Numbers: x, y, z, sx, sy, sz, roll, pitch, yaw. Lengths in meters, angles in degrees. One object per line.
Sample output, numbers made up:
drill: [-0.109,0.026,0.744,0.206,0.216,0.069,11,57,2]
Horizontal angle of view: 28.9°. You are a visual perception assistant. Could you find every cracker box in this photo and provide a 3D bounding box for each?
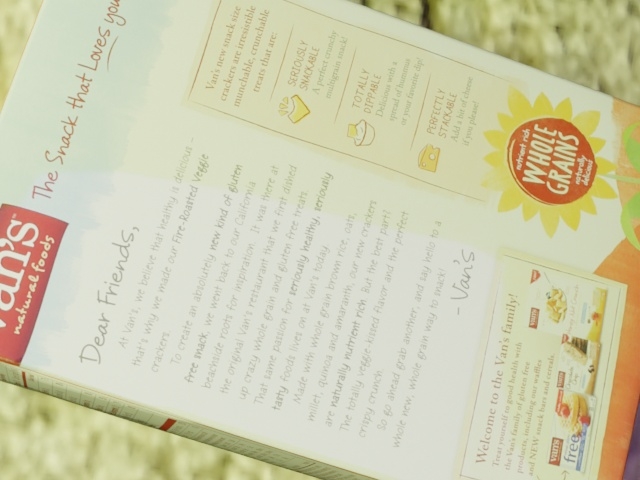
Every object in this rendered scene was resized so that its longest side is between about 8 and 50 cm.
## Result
cracker box: [0.000,0.000,0.436,0.232,0.067,0.156,19,74,-8]
